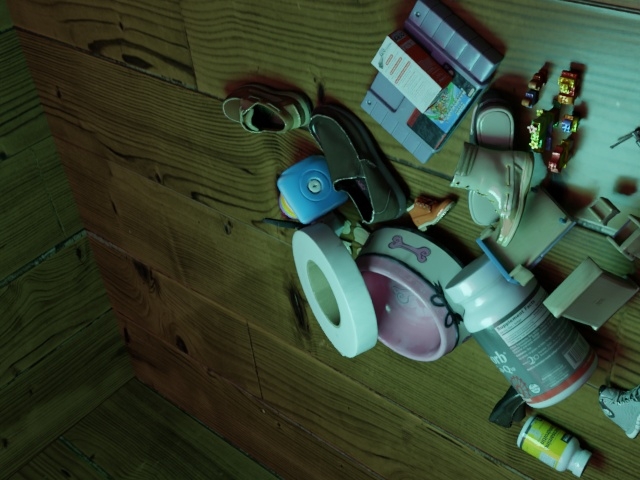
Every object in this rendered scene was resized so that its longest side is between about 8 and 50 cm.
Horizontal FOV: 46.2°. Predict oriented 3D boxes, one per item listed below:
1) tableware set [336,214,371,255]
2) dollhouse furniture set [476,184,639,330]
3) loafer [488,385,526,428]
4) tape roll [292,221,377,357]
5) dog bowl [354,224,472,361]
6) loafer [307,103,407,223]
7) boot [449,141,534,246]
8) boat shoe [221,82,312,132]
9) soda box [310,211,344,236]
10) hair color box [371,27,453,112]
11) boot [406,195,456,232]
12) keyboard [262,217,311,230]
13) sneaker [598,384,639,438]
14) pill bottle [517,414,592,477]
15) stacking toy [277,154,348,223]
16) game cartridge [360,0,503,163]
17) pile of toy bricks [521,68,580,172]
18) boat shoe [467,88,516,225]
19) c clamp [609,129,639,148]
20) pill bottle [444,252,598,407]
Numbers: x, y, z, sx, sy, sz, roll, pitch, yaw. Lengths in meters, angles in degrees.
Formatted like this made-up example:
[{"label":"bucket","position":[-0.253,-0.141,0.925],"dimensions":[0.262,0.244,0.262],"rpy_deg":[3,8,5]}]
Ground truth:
[{"label":"tableware set","position":[0.098,0.004,2.234],"dimensions":[0.141,0.020,0.169],"rpy_deg":[27,140,30]},{"label":"dollhouse furniture set","position":[0.559,0.001,1.680],"dimensions":[0.286,0.198,0.303],"rpy_deg":[-51,48,20]},{"label":"loafer","position":[0.549,0.464,2.115],"dimensions":[0.078,0.080,0.220],"rpy_deg":[31,147,10]},{"label":"tape roll","position":[0.036,0.139,2.099],"dimensions":[0.392,0.072,0.392],"rpy_deg":[56,161,31]},{"label":"dog bowl","position":[0.243,0.162,2.067],"dimensions":[0.408,0.150,0.408],"rpy_deg":[33,148,24]},{"label":"loafer","position":[0.080,-0.197,1.965],"dimensions":[0.366,0.130,0.134],"rpy_deg":[52,145,6]},{"label":"boot","position":[0.361,-0.101,1.632],"dimensions":[0.165,0.077,0.213],"rpy_deg":[11,108,5]},{"label":"boat shoe","position":[-0.172,-0.365,2.112],"dimensions":[0.324,0.120,0.123],"rpy_deg":[10,128,42]},{"label":"soda box","position":[0.000,0.000,2.269],"dimensions":[0.069,0.074,0.216],"rpy_deg":[51,152,14]},{"label":"hair color box","position":[0.201,-0.374,1.655],"dimensions":[0.167,0.053,0.093],"rpy_deg":[45,146,6]},{"label":"boot","position":[0.280,-0.083,1.926],"dimensions":[0.085,0.059,0.158],"rpy_deg":[56,146,1]},{"label":"keyboard","position":[-0.078,-0.048,2.267],"dimensions":[0.108,0.180,0.023],"rpy_deg":[19,99,42]},{"label":"sneaker","position":[0.741,0.381,1.814],"dimensions":[0.132,0.086,0.229],"rpy_deg":[34,143,26]},{"label":"pill bottle","position":[0.646,0.569,2.069],"dimensions":[0.184,0.103,0.103],"rpy_deg":[27,139,29]},{"label":"stacking toy","position":[-0.059,-0.120,2.211],"dimensions":[0.166,0.175,0.302],"rpy_deg":[58,159,2]},{"label":"game cartridge","position":[0.243,-0.355,1.720],"dimensions":[0.230,0.068,0.355],"rpy_deg":[47,145,12]},{"label":"pile of toy bricks","position":[0.460,-0.240,1.541],"dimensions":[0.118,0.105,0.212],"rpy_deg":[23,136,33]},{"label":"boat shoe","position":[0.390,-0.185,1.700],"dimensions":[0.112,0.096,0.335],"rpy_deg":[-1,132,8]},{"label":"c clamp","position":[0.669,-0.161,1.460],"dimensions":[0.161,0.022,0.137],"rpy_deg":[50,140,4]},{"label":"pill bottle","position":[0.483,0.207,1.831],"dimensions":[0.363,0.210,0.210],"rpy_deg":[51,145,0]}]
